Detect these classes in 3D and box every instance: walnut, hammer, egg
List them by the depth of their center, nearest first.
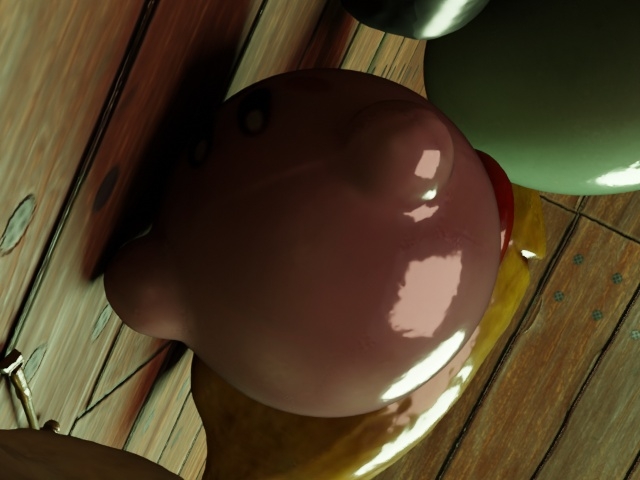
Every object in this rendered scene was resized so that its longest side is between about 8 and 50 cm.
[{"bbox_3d":[-0.123,0.072,0.521,0.123,0.014,0.029,103,6,-63],"label":"hammer"},{"bbox_3d":[0.173,-0.112,0.760,0.168,0.231,0.168,3,87,-57],"label":"egg"},{"bbox_3d":[0.023,0.052,0.875,0.336,0.209,0.209,-54,173,-13],"label":"walnut"}]

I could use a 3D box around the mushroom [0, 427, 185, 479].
[{"bbox_3d":[-0.061,0.274,0.413,0.353,0.325,0.353,-53,162,-26],"label":"mushroom"}]

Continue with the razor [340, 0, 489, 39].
[{"bbox_3d":[0.107,-0.260,0.595,0.349,0.113,0.204,110,6,-51],"label":"razor"}]

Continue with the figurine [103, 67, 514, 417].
[{"bbox_3d":[0.000,0.000,0.583,0.173,0.173,0.173,-62,175,-11],"label":"figurine"}]
